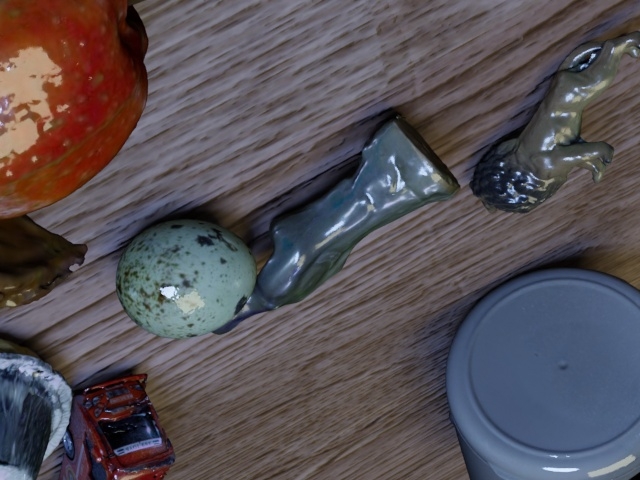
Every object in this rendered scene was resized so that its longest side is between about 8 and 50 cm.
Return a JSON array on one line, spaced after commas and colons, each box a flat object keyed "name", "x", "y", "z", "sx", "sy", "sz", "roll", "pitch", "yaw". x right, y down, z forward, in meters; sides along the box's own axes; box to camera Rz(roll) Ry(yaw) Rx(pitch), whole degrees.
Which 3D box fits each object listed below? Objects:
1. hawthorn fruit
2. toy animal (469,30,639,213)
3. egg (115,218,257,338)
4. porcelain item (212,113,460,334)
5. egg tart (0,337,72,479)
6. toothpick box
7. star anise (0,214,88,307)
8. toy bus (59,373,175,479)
[{"name": "hawthorn fruit", "x": -0.152, "y": -0.101, "z": 0.876, "sx": 0.194, "sy": 0.157, "sz": 0.157, "roll": -25, "pitch": 148, "yaw": 1}, {"name": "toy animal", "x": 0.204, "y": -0.091, "z": 1.271, "sx": 0.220, "sy": 0.086, "sz": 0.069, "roll": -52, "pitch": -178, "yaw": 19}, {"name": "egg", "x": -0.094, "y": 0.026, "z": 1.168, "sx": 0.110, "sy": 0.085, "sz": 0.085, "roll": -12, "pitch": 144, "yaw": -47}, {"name": "porcelain item", "x": 0.000, "y": 0.000, "z": 1.225, "sx": 0.215, "sy": 0.069, "sz": 0.081, "roll": -39, "pitch": 169, "yaw": 12}, {"name": "egg tart", "x": -0.282, "y": 0.168, "z": 1.192, "sx": 0.234, "sy": 0.094, "sz": 0.234, "roll": -23, "pitch": 146, "yaw": -17}, {"name": "toothpick box", "x": 0.224, "y": 0.182, "z": 1.550, "sx": 0.229, "sy": 0.229, "sz": 0.316, "roll": -28, "pitch": 149, "yaw": -6}, {"name": "star anise", "x": -0.311, "y": 0.048, "z": 0.956, "sx": 0.346, "sy": 0.148, "sz": 0.237, "roll": -31, "pitch": 147, "yaw": -23}, {"name": "toy bus", "x": -0.173, "y": 0.209, "z": 1.337, "sx": 0.073, "sy": 0.096, "sz": 0.235, "roll": -15, "pitch": 146, "yaw": -29}]
